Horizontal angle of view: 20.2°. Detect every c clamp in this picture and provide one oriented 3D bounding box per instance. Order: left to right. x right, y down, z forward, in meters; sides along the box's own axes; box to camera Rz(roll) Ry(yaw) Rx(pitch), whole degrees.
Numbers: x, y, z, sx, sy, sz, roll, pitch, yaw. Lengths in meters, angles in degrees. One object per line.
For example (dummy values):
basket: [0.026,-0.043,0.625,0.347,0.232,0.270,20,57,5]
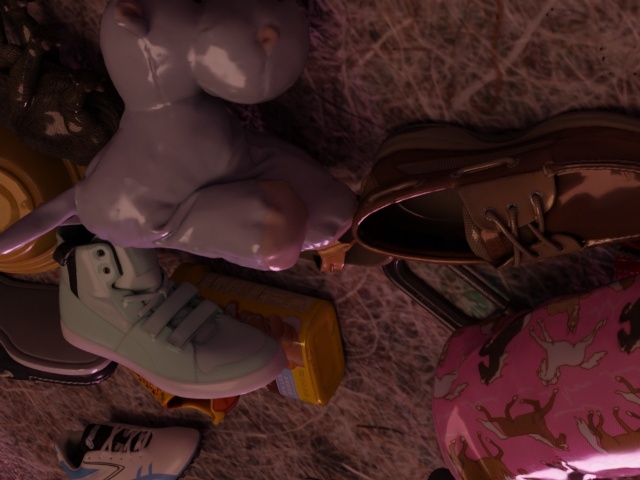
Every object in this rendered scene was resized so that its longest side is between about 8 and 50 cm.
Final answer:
c clamp: [0.132,0.042,1.646,0.160,0.022,0.137,35,150,2]

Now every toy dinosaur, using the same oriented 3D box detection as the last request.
toy dinosaur: [-0.254,-0.136,1.677,0.313,0.121,0.160,29,130,3]

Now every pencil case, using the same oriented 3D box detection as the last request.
pencil case: [0.261,0.117,1.453,0.160,0.167,0.386,23,155,-33]

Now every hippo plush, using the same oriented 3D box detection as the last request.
hippo plush: [-0.110,-0.118,1.552,0.294,0.234,0.237,5,105,10]

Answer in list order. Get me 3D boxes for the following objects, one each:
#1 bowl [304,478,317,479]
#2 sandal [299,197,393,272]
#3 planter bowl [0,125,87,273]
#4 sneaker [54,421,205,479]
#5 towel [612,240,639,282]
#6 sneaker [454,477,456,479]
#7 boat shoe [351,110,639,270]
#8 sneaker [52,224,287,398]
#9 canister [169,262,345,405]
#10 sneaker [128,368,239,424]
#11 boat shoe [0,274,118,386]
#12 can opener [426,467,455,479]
bowl: [0.025,0.346,2.033,0.142,0.053,0.142,23,141,19]
sandal: [0.000,0.000,1.674,0.180,0.049,0.072,3,126,39]
planter bowl: [-0.318,-0.046,1.768,0.217,0.090,0.217,3,115,5]
sneaker: [-0.228,0.250,2.100,0.237,0.085,0.086,-13,132,45]
towel: [0.328,0.131,1.559,0.199,0.031,0.275,26,143,23]
sneaker: [0.187,0.262,1.717,0.112,0.120,0.299,6,102,49]
boat shoe: [0.165,-0.024,1.463,0.324,0.116,0.123,-3,129,40]
sneaker: [-0.153,0.056,1.721,0.255,0.094,0.151,15,130,25]
canister: [-0.067,0.096,1.817,0.170,0.073,0.126,13,136,26]
sneaker: [-0.171,0.144,1.957,0.175,0.067,0.064,21,142,22]
boat shoe: [-0.330,0.108,2.017,0.302,0.114,0.091,21,142,38]
can opener: [0.232,0.303,1.782,0.283,0.095,0.076,10,136,22]
